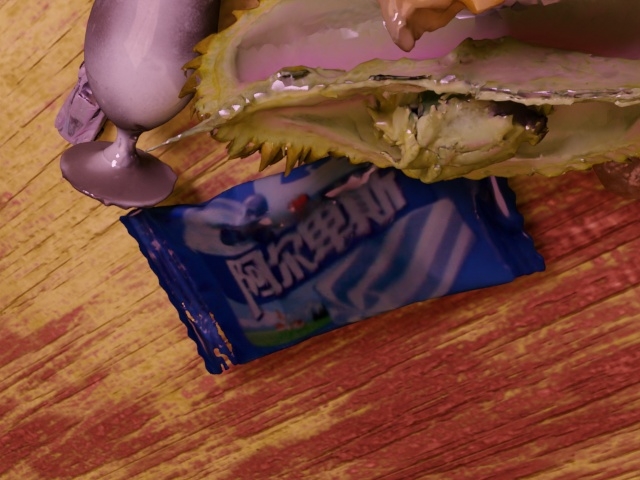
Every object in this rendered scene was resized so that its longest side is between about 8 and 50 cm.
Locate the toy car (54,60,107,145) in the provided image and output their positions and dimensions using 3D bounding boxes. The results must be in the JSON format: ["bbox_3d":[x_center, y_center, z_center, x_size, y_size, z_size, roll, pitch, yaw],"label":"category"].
[{"bbox_3d":[-0.196,-0.119,0.870,0.041,0.025,0.093,34,127,-3],"label":"toy car"}]

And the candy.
[{"bbox_3d":[0.000,0.000,0.840,0.331,0.077,0.187,-18,113,27],"label":"candy"}]

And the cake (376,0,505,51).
[{"bbox_3d":[0.135,-0.270,0.511,0.286,0.227,0.222,-20,112,31],"label":"cake"}]

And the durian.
[{"bbox_3d":[0.081,-0.114,0.657,0.356,0.169,0.157,-1,96,13],"label":"durian"}]

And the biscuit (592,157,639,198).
[{"bbox_3d":[0.212,-0.092,0.731,0.071,0.018,0.147,-23,112,31],"label":"biscuit"}]

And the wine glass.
[{"bbox_3d":[-0.133,-0.138,0.786,0.103,0.103,0.222,25,121,4],"label":"wine glass"}]
